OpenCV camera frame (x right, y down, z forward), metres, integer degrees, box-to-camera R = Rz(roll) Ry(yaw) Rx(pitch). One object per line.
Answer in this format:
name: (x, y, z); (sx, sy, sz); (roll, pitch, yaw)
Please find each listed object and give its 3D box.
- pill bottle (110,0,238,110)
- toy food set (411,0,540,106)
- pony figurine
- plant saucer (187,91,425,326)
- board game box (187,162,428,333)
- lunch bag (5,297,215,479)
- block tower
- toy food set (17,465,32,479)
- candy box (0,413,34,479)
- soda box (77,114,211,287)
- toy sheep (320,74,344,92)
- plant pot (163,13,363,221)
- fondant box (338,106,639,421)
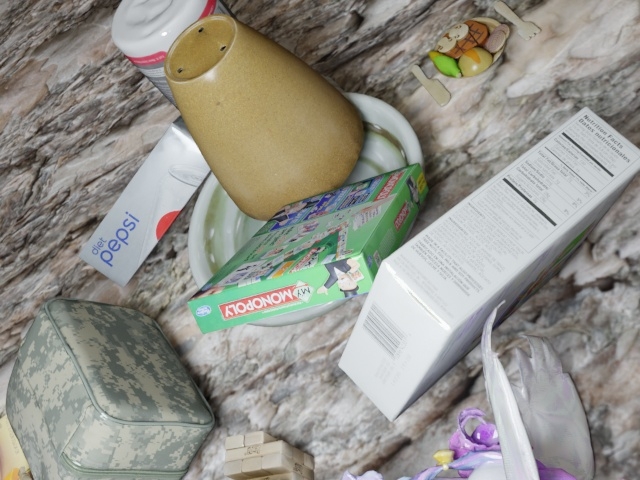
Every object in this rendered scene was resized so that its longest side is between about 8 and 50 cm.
pill bottle: (-0.184, -0.288, 1.359); (0.176, 0.318, 0.176); (-16, 53, 23)
toy food set: (0.237, -0.312, 1.296); (0.192, 0.038, 0.132); (-37, 48, 6)
pony figurine: (0.189, 0.272, 0.820); (0.363, 0.303, 0.351); (-29, 68, 23)
plant saucer: (-0.014, -0.038, 1.236); (0.400, 0.100, 0.401); (-17, 53, 23)
board game box: (0.000, 0.000, 0.982); (0.213, 0.046, 0.317); (-15, 16, 24)
lunch bag: (-0.327, 0.262, 1.168); (0.305, 0.212, 0.256); (44, 109, 43)
block tower: (-0.068, 0.407, 0.986); (0.091, 0.097, 0.336); (-17, 55, 24)
toy food set: (-0.412, 0.384, 1.133); (0.122, 0.019, 0.078); (37, 115, 45)
candy box: (-0.469, 0.436, 1.224); (0.183, 0.087, 0.316); (-42, 48, 2)
soda box: (-0.282, -0.065, 1.362); (0.286, 0.098, 0.091); (-51, 10, 13)
toy sheep: (-0.001, -0.234, 1.370); (0.132, 0.091, 0.091); (34, 82, 28)
plant pot: (-0.098, -0.193, 1.154); (0.237, 0.254, 0.237); (-16, 53, 22)
fondant box: (0.183, 0.028, 0.889); (0.330, 0.238, 0.096); (-34, 69, -27)
